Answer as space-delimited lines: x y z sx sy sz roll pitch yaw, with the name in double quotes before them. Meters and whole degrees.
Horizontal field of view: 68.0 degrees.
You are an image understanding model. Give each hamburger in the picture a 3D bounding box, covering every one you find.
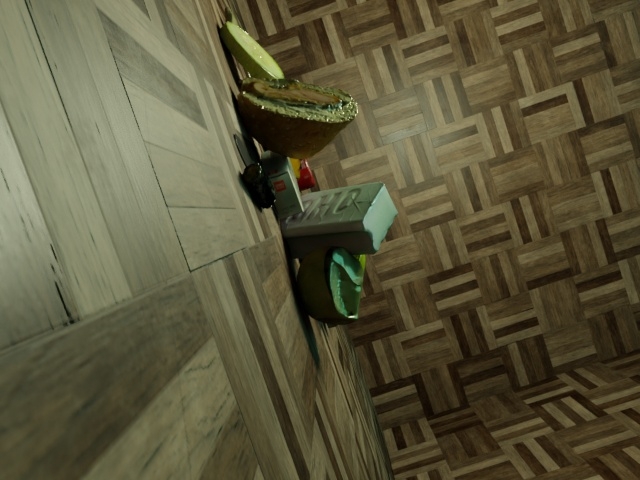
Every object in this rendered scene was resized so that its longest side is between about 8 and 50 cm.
"hamburger" -0.073 -0.329 1.352 0.209 0.330 0.162 108 -19 -54

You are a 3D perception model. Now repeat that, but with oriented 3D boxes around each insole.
"insole" -0.165 -0.175 1.148 0.253 0.005 0.086 64 8 -69

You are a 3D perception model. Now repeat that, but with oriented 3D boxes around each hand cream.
"hand cream" -0.111 -0.323 2.233 0.193 0.125 0.193 -19 90 -85

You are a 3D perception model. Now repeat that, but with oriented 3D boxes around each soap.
"soap" 0.029 -0.054 1.353 0.208 0.347 0.115 -55 128 -40

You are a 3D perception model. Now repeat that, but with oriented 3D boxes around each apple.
"apple" 0.023 0.120 1.231 0.207 0.174 0.188 79 21 -63

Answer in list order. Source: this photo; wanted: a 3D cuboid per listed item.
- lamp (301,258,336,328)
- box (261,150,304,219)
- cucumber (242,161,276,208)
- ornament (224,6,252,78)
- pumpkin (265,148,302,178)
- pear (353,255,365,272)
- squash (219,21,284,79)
"lamp" -0.012 0.145 1.710 0.269 0.047 0.266 -105 172 -58
"box" -0.116 -0.176 1.414 0.269 0.079 0.135 -105 175 -62
"cucumber" -0.126 -0.113 1.021 0.181 0.053 0.053 68 4 -70
"ornament" -0.294 -0.718 1.768 0.230 0.061 0.244 -78 150 -82
"pumpkin" -0.154 -0.373 1.689 0.169 0.148 0.312 38 -50 41
"pear" 0.069 0.068 1.644 0.282 0.176 0.286 66 6 -63
"squash" -0.219 -0.601 1.538 0.252 0.049 0.252 41 24 -23
